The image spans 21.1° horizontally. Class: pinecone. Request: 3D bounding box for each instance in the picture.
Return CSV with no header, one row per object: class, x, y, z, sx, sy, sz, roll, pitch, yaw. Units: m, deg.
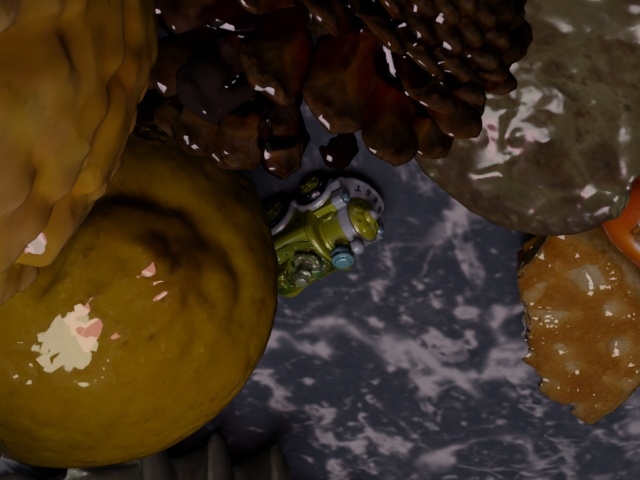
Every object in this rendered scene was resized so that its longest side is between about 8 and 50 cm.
pinecone,-0.004,-0.142,1.109,0.246,0.246,0.292,35,140,-25

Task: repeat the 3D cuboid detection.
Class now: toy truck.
toy truck,0.000,0.000,1.355,0.111,0.077,0.076,-28,126,30

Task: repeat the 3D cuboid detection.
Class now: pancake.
pancake,0.160,-0.110,1.227,0.222,0.042,0.236,20,128,14

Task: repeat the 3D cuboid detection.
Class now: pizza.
pizza,0.217,0.056,1.398,0.127,0.058,0.246,-15,131,18

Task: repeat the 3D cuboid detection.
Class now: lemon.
lemon,-0.172,0.028,1.254,0.297,0.297,0.297,4,135,4

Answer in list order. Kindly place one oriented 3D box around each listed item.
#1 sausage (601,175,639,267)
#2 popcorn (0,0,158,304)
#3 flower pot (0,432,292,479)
sausage,0.324,0.027,1.314,0.312,0.093,0.093,35,129,-13
popcorn,-0.258,-0.114,0.957,0.354,0.390,0.344,-22,89,60
flower pot,-0.150,0.295,1.609,0.367,0.165,0.254,-21,140,20
